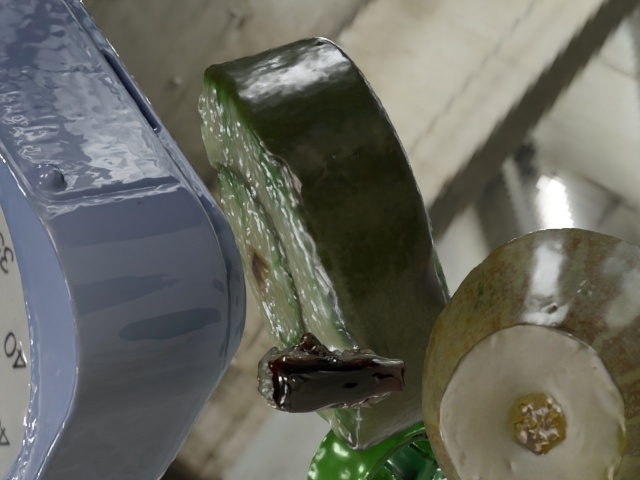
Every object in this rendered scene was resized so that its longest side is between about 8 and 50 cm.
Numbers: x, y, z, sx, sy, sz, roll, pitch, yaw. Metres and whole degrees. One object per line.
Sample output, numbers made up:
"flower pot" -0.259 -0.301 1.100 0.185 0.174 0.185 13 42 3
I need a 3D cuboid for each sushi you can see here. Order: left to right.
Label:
"sushi" 0.007 0.075 1.044 0.083 0.046 0.044 -3 -88 -13

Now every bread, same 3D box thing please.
"bread" 0.000 0.000 1.676 0.129 0.382 0.366 -21 -17 -12

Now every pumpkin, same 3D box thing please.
"pumpkin" 0.154 0.097 1.225 0.217 0.217 0.110 -63 -21 6

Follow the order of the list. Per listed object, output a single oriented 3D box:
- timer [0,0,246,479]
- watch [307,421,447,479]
"timer" -0.240 0.029 1.228 0.173 0.395 0.395 -13 -52 -39
"watch" 0.064 0.208 1.862 0.152 0.131 0.165 6 -61 -52
